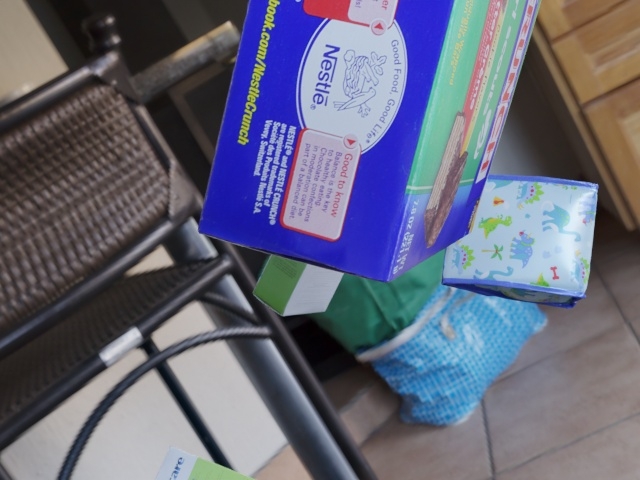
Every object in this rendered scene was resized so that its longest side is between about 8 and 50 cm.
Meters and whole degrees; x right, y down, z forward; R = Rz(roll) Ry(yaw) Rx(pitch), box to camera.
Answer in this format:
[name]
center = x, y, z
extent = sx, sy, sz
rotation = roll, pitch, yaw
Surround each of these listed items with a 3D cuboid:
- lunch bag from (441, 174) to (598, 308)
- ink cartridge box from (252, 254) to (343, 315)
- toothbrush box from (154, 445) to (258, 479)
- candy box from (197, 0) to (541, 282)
[lunch bag]
center = 0.214, -0.002, 0.952
extent = 0.151, 0.128, 0.096
rotation = 8, -13, 6
[ink cartridge box]
center = 0.000, 0.000, 1.207
extent = 0.109, 0.062, 0.209
rotation = 2, -61, -57
[toothbrush box]
center = -0.124, 0.468, 1.484
extent = 0.283, 0.206, 0.122
rotation = 17, 71, 22
[candy box]
center = 0.061, -0.128, 0.582
extent = 0.122, 0.268, 0.317
rotation = 16, 10, 15
